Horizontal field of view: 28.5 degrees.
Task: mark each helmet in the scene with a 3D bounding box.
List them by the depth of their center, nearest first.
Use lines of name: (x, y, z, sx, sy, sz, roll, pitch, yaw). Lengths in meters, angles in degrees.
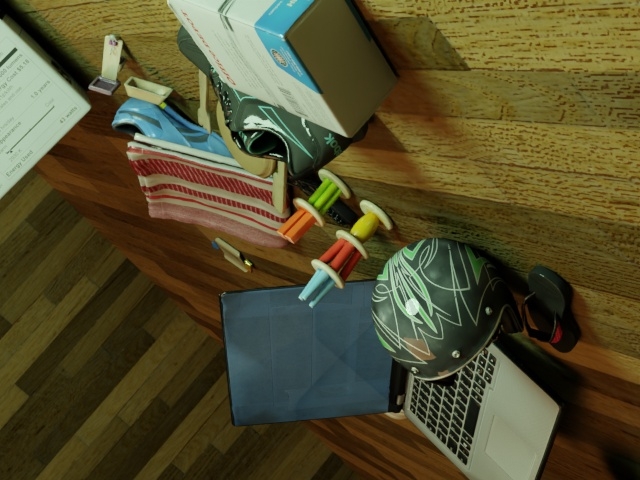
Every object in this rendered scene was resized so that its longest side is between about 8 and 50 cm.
helmet: (0.136, 0.079, 1.418, 0.169, 0.169, 0.161, 32, -177, 34)

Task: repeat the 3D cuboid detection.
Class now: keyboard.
keyboard: (-0.038, -0.081, 1.680, 0.192, 0.038, 0.100, 41, 167, -4)

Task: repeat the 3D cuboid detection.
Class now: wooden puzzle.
wooden puzzle: (-0.174, 0.028, 2.507, 0.116, 0.014, 0.078, 36, 162, 21)

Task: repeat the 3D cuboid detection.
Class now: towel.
towel: (-0.160, -0.066, 1.893, 0.237, 0.037, 0.329, 14, 165, 3)

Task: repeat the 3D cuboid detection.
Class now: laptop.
laptop: (0.085, 0.241, 1.739, 0.408, 0.236, 0.382, 44, 155, 26)

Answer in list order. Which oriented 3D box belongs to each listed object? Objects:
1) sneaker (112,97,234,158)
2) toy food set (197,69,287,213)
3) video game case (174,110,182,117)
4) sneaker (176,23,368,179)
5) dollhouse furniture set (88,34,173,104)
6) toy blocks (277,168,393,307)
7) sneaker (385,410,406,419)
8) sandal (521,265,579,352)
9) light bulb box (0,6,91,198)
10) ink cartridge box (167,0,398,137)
sneaker: (-0.210, -0.137, 1.850, 0.209, 0.082, 0.069, 32, 150, 9)
toy food set: (-0.088, -0.137, 1.605, 0.192, 0.038, 0.132, 47, 152, 27)
video game case: (-0.197, -0.141, 1.977, 0.157, 0.019, 0.143, 45, 167, -17)
sneaker: (-0.075, -0.160, 1.364, 0.267, 0.106, 0.101, 34, 167, 31)
dollhouse furniture set: (-0.258, -0.254, 1.799, 0.114, 0.091, 0.081, 17, 122, 4)
toy blocks: (0.000, 0.000, 1.586, 0.123, 0.148, 0.054, 37, 167, 14)
sneaker: (0.070, 0.216, 2.252, 0.292, 0.108, 0.169, 31, 166, -3)
sandal: (0.247, 0.084, 1.394, 0.067, 0.040, 0.179, 34, 166, 26)
light bulb box: (-0.632, -0.236, 2.081, 0.361, 0.358, 0.225, 45, 180, -18)
ink cartridge box: (-0.039, -0.192, 1.196, 0.190, 0.082, 0.140, 30, 163, 44)
